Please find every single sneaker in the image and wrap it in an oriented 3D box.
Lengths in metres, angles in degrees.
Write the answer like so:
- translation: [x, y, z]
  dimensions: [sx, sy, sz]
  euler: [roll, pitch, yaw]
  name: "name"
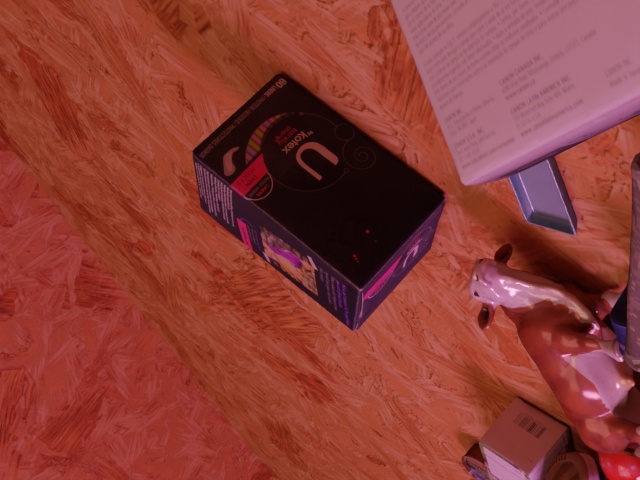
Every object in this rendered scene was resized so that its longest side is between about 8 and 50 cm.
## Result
- translation: [0.383, 0.375, 1.426]
  dimensions: [0.153, 0.099, 0.282]
  euler: [2, 140, -3]
  name: "sneaker"

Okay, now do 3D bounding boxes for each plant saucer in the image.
- translation: [0.206, -0.083, 1.033]
  dimensions: [0.067, 0.018, 0.192]
  euler: [21, 150, 47]
  name: "plant saucer"

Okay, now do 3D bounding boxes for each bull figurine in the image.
- translation: [0.292, 0.123, 1.151]
  dimensions: [0.310, 0.101, 0.188]
  euler: [52, 157, -19]
  name: "bull figurine"

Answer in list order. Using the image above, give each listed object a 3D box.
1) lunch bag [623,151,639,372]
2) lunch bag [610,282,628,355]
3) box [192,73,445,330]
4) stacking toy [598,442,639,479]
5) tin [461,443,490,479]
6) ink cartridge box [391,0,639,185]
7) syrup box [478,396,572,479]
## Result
- translation: [0.374, 0.029, 0.730]
  dimensions: [0.287, 0.169, 0.235]
  euler: [22, 148, 29]
  name: "lunch bag"
- translation: [0.326, 0.076, 1.001]
  dimensions: [0.067, 0.098, 0.065]
  euler: [18, 150, 41]
  name: "lunch bag"
- translation: [-0.005, -0.047, 1.285]
  dimensions: [0.270, 0.165, 0.143]
  euler: [38, 159, 14]
  name: "box"
- translation: [0.432, 0.356, 1.324]
  dimensions: [0.141, 0.141, 0.330]
  euler: [13, 138, 54]
  name: "stacking toy"
- translation: [0.320, 0.404, 1.746]
  dimensions: [0.189, 0.040, 0.106]
  euler: [24, 156, 42]
  name: "tin"
- translation: [0.130, -0.257, 0.710]
  dimensions: [0.385, 0.091, 0.308]
  euler: [70, 159, 4]
  name: "ink cartridge box"
- translation: [0.316, 0.348, 1.553]
  dimensions: [0.093, 0.096, 0.237]
  euler: [31, 156, 37]
  name: "syrup box"
